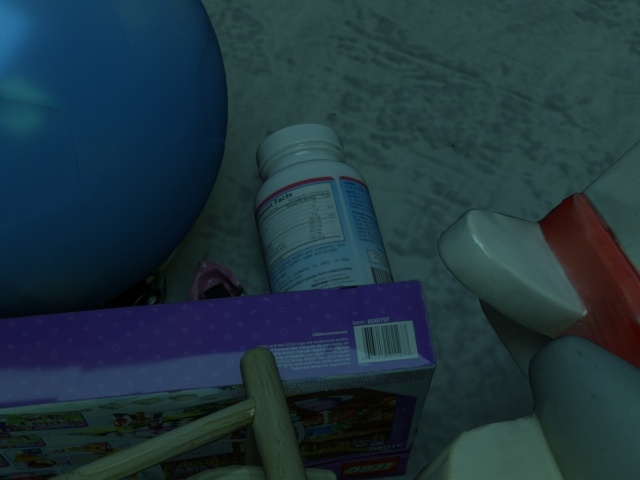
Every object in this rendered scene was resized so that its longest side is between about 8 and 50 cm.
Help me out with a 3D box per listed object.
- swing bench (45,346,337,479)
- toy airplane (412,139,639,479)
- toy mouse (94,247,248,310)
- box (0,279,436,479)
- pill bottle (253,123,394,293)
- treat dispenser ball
[{"bbox_3d":[-0.039,0.239,0.494,0.165,0.253,0.255,-19,46,-25],"label":"swing bench"},{"bbox_3d":[0.213,0.119,0.479,0.384,0.272,0.386,52,42,-18],"label":"toy airplane"},{"bbox_3d":[-0.102,0.050,0.753,0.161,0.031,0.143,-10,55,13],"label":"toy mouse"},{"bbox_3d":[-0.087,0.103,0.644,0.293,0.201,0.057,-5,61,-4],"label":"box"},{"bbox_3d":[0.000,0.000,0.761,0.087,0.087,0.160,-10,63,-6],"label":"pill bottle"},{"bbox_3d":[-0.203,-0.089,0.692,0.288,0.288,0.288,0,63,-1],"label":"treat dispenser ball"}]
